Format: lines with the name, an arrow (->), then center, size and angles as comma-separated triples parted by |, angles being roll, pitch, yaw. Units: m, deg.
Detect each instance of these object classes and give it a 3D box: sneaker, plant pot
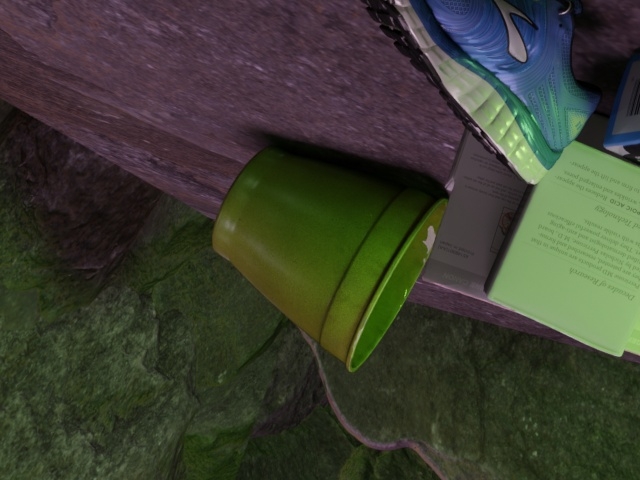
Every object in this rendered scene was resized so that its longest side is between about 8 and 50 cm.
sneaker -> 0.146, -0.207, 0.919 | 0.330, 0.147, 0.130 | 44, -174, -31
plant pot -> 0.000, 0.000, 1.890 | 0.353, 0.367, 0.366 | 30, 174, 12

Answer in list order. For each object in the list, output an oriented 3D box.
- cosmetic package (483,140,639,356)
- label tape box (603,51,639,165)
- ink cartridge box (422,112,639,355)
cosmetic package -> 0.278, 0.004, 1.068 | 0.151, 0.184, 0.151 | 24, -175, 8
label tape box -> 0.487, -0.080, 0.943 | 0.347, 0.115, 0.249 | 24, 171, -20
ink cartridge box -> 0.294, -0.025, 1.205 | 0.296, 0.261, 0.066 | 20, 173, 0
